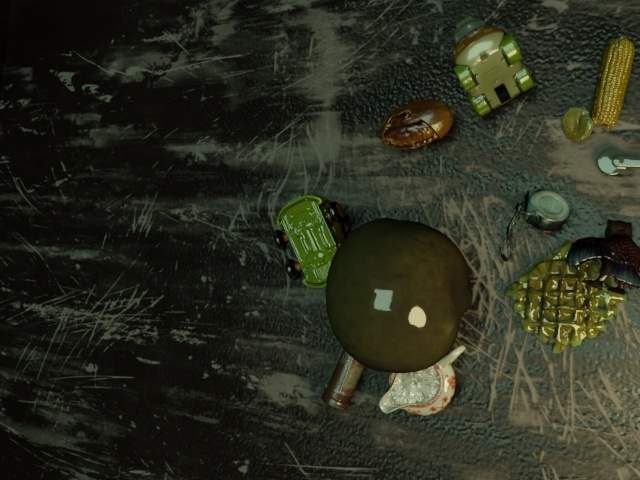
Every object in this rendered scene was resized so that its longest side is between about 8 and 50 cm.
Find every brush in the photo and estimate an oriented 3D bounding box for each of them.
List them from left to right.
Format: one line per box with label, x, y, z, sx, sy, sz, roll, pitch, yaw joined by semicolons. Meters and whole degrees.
brush;0.748;-0.168;1.315;0.265;0.027;0.062;5;87;22

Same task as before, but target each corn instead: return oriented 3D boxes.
corn;0.653;-0.353;1.353;0.068;0.068;0.208;14;94;26

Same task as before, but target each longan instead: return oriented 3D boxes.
longan;0.177;0.123;1.371;0.360;0.361;0.362;-3;83;25

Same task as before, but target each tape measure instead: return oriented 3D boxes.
tape measure;0.497;-0.030;1.411;0.107;0.104;0.180;20;129;4

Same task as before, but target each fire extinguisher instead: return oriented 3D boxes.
fire extinguisher;0.095;0.312;1.540;0.106;0.075;0.252;25;94;30

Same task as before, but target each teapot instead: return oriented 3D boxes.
teapot;0.253;0.328;1.447;0.246;0.116;0.159;-50;55;15

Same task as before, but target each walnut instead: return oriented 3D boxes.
walnut;0.235;-0.291;1.522;0.207;0.115;0.116;-10;80;24

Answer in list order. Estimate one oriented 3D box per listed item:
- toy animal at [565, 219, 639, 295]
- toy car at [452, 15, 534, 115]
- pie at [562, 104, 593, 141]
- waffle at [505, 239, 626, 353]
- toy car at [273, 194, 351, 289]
toy animal;0.638;0.027;1.275;0.218;0.116;0.180;15;70;8
toy car;0.378;-0.437;1.421;0.145;0.235;0.235;-29;73;19
pie;0.588;-0.268;1.381;0.084;0.019;0.085;42;139;51
waffle;0.547;0.134;1.357;0.223;0.054;0.204;-41;70;14
toy car;0.000;0.000;1.583;0.200;0.142;0.248;-22;85;22
